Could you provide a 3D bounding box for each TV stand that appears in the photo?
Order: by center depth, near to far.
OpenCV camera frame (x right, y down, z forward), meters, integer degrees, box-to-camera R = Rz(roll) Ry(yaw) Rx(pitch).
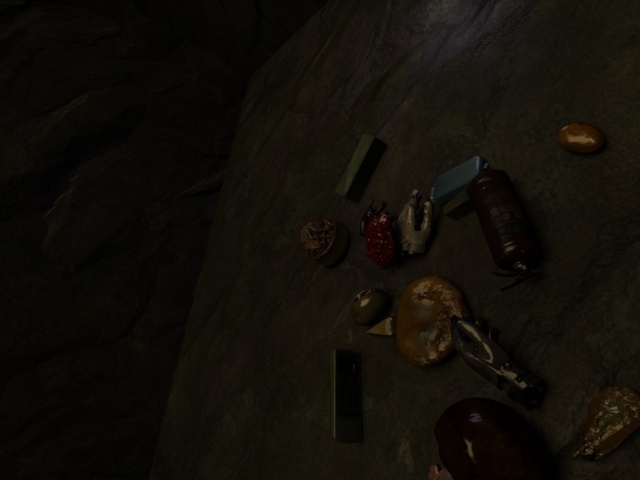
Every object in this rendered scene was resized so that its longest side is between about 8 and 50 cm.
[{"bbox_3d":[0.165,-0.295,1.731,0.088,0.083,0.269,36,101,54],"label":"TV stand"}]

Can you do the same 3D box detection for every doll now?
[{"bbox_3d":[0.199,-0.073,1.581,0.165,0.057,0.139,-60,35,27],"label":"doll"}]

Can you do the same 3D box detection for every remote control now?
[{"bbox_3d":[0.083,0.496,1.351,0.038,0.123,0.285,-34,44,43],"label":"remote control"}]

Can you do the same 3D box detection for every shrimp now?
[{"bbox_3d":[0.564,0.370,0.830,0.184,0.043,0.091,-57,27,4],"label":"shrimp"}]

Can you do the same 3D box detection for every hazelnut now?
[{"bbox_3d":[0.366,0.450,0.910,0.218,0.218,0.233,-50,37,25],"label":"hazelnut"}]

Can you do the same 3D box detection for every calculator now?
[{"bbox_3d":[0.322,0.625,1.028,0.166,0.024,0.103,36,102,55],"label":"calculator"},{"bbox_3d":[0.429,-0.187,1.311,0.210,0.039,0.121,-29,32,43],"label":"calculator"}]

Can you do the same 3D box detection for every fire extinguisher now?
[{"bbox_3d":[0.478,-0.027,1.096,0.136,0.114,0.337,-10,54,5],"label":"fire extinguisher"}]

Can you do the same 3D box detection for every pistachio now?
[{"bbox_3d":[0.166,0.223,1.415,0.149,0.113,0.113,-44,40,24],"label":"pistachio"}]

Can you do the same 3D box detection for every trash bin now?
[{"bbox_3d":[0.425,-0.107,1.275,0.092,0.061,0.043,-37,43,39],"label":"trash bin"}]

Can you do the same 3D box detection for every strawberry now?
[{"bbox_3d":[0.198,0.003,1.395,0.098,0.228,0.174,-13,70,3],"label":"strawberry"}]

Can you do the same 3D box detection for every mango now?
[{"bbox_3d":[0.651,-0.255,1.049,0.079,0.057,0.114,-51,39,11],"label":"mango"}]

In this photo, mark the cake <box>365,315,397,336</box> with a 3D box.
[{"bbox_3d":[0.200,0.297,1.364,0.121,0.052,0.065,-37,46,37],"label":"cake"}]

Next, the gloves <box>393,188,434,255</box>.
[{"bbox_3d":[0.300,-0.061,1.372,0.127,0.111,0.212,165,99,-77],"label":"gloves"}]

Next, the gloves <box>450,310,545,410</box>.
[{"bbox_3d":[0.411,0.276,1.017,0.119,0.142,0.285,-33,39,3],"label":"gloves"}]

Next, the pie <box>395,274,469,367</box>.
[{"bbox_3d":[0.315,0.236,1.223,0.273,0.069,0.273,-29,51,44],"label":"pie"}]

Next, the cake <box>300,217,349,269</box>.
[{"bbox_3d":[0.000,0.000,1.708,0.185,0.178,0.207,-13,64,50],"label":"cake"}]
